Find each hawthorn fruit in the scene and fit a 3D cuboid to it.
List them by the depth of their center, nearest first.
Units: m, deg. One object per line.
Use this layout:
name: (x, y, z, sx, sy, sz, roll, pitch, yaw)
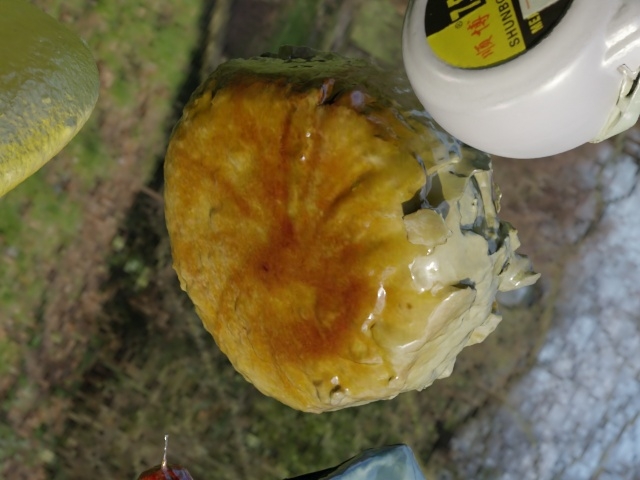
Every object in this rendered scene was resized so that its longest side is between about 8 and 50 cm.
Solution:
hawthorn fruit: (-0.145, 0.231, 1.350, 0.067, 0.067, 0.103, -52, 148, -53)

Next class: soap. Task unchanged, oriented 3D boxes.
soap: (-0.341, -0.127, 1.109, 0.427, 0.306, 0.115, -69, 175, -61)

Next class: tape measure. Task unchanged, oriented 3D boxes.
tape measure: (0.142, -0.142, 0.937, 0.178, 0.105, 0.196, -27, -128, 26)

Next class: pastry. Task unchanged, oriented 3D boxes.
pastry: (0.000, 0.000, 1.160, 0.136, 0.330, 0.329, -23, 146, -48)

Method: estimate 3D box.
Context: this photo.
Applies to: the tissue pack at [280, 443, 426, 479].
tissue pack: (-0.116, 0.187, 0.419, 0.316, 0.103, 0.228, -37, 169, 35)
